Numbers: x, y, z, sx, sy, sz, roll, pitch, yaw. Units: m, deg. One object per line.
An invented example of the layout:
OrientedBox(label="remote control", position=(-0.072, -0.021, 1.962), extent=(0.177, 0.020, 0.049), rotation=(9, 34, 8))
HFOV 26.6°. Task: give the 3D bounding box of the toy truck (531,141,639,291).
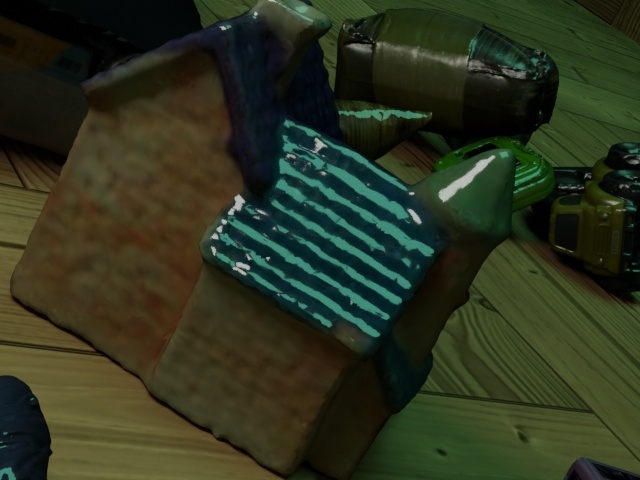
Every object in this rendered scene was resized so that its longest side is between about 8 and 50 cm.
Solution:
OrientedBox(label="toy truck", position=(0.335, -0.033, 1.668), extent=(0.165, 0.147, 0.224), rotation=(5, 19, 13))

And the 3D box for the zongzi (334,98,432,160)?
OrientedBox(label="zongzi", position=(-0.040, -0.114, 1.306), extent=(0.241, 0.111, 0.248), rotation=(-19, 30, -8))

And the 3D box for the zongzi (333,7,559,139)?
OrientedBox(label="zongzi", position=(0.198, -0.245, 1.825), extent=(0.289, 0.154, 0.317), rotation=(16, 30, 18))

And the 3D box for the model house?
OrientedBox(label="model house", position=(-0.025, -0.028, 1.000), extent=(0.312, 0.280, 0.245), rotation=(31, 21, 10))

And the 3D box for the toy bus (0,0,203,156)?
OrientedBox(label="toy bus", position=(-0.299, -0.195, 1.171), extent=(0.386, 0.162, 0.171), rotation=(20, 36, -35))

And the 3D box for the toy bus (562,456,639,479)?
OrientedBox(label="toy bus", position=(0.260, 0.226, 0.996), extent=(0.178, 0.087, 0.098), rotation=(19, 15, -12))

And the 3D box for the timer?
OrientedBox(label="timer", position=(0.208, -0.079, 1.648), extent=(0.128, 0.047, 0.140), rotation=(-22, 32, -16))

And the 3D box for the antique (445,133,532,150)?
OrientedBox(label="antique", position=(0.226, -0.178, 1.936), extent=(0.088, 0.086, 0.183), rotation=(18, 22, -21))

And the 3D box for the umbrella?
OrientedBox(label="umbrella", position=(-0.172, 0.161, 0.690), extent=(0.071, 0.071, 0.248), rotation=(18, 26, -20))
